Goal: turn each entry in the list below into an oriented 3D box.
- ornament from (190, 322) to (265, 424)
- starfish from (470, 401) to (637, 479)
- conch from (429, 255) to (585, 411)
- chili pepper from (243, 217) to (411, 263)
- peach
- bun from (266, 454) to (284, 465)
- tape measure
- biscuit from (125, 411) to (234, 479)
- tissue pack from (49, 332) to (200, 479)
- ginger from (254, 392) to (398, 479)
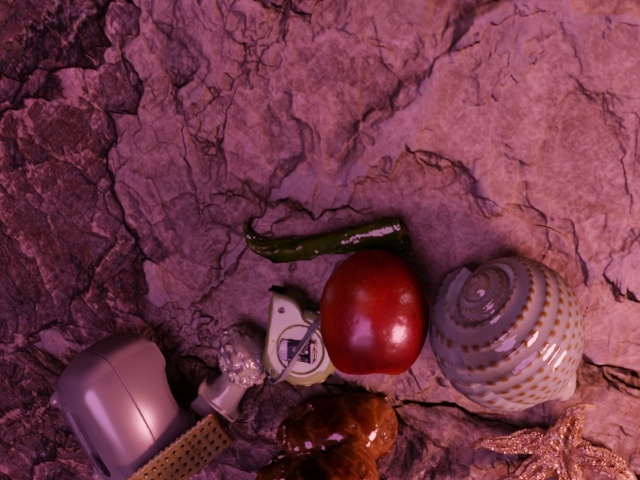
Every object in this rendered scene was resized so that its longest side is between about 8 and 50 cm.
[{"bbox_3d":[-0.195,0.310,1.835,0.130,0.120,0.285,29,125,4],"label":"ornament"},{"bbox_3d":[0.451,0.429,1.623,0.302,0.060,0.299,-8,116,22],"label":"starfish"},{"bbox_3d":[0.324,0.191,1.484,0.303,0.215,0.319,-15,106,41],"label":"conch"},{"bbox_3d":[0.000,0.000,1.626,0.359,0.076,0.085,-2,138,26],"label":"chili pepper"},{"bbox_3d":[0.103,0.133,1.544,0.199,0.243,0.243,7,117,17],"label":"peach"},{"bbox_3d":[-0.062,0.589,1.905,0.178,0.128,0.193,-20,102,33],"label":"bun"},{"bbox_3d":[-0.039,0.208,1.709,0.175,0.106,0.200,13,100,11],"label":"tape measure"},{"bbox_3d":[-0.303,0.482,1.838,0.016,0.231,0.139,42,164,43],"label":"biscuit"},{"bbox_3d":[-0.441,0.393,1.895,0.229,0.236,0.333,-5,115,54],"label":"tissue pack"},{"bbox_3d":[-0.005,0.459,1.709,0.274,0.357,0.152,4,145,28],"label":"ginger"}]
